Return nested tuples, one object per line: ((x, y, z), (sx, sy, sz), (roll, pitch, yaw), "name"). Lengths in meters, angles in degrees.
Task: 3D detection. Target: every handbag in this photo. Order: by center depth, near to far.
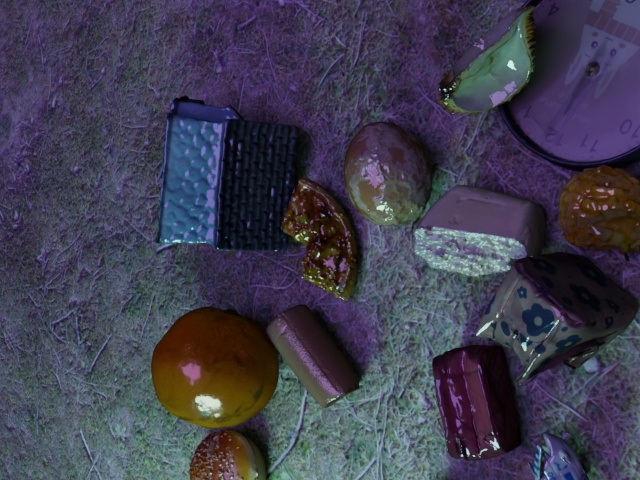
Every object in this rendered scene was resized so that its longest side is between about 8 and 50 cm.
((0.423, 0.143, 1.396), (0.190, 0.252, 0.193), (48, 126, 34), "handbag")
((0.311, 0.326, 1.537), (0.135, 0.146, 0.225), (-16, 81, 30), "handbag")

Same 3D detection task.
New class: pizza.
((0.000, 0.000, 1.774), (0.161, 0.085, 0.305), (-22, 87, 6), "pizza")

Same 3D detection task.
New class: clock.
((0.510, -0.320, 1.423), (0.386, 0.076, 0.386), (0, 90, 37), "clock")

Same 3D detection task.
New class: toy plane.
((0.483, 0.488, 1.425), (0.107, 0.182, 0.273), (-30, 71, -1), "toy plane")

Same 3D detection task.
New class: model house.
((-0.200, -0.161, 1.866), (0.339, 0.297, 0.360), (6, 96, 0), "model house")

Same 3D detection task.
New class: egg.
((0.143, -0.144, 1.629), (0.195, 0.195, 0.233), (-34, 69, 32), "egg")

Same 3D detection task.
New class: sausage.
((-0.013, 0.279, 1.791), (0.123, 0.123, 0.253), (-50, 62, 26), "sausage")

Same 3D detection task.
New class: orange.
((-0.255, 0.310, 1.864), (0.312, 0.312, 0.312), (0, 91, 37), "orange")

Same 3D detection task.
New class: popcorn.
((0.519, -0.049, 1.378), (0.180, 0.180, 0.170), (-8, 72, 37), "popcorn")

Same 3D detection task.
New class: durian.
((0.320, -0.345, 1.434), (0.252, 0.139, 0.144), (-33, 67, 33), "durian")

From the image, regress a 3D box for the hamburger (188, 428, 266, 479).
((-0.237, 0.596, 1.947), (0.237, 0.147, 0.236), (-2, 86, 35), "hamburger")

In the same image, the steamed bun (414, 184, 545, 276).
((0.329, 0.004, 1.502), (0.226, 0.200, 0.170), (17, 136, 35), "steamed bun")
